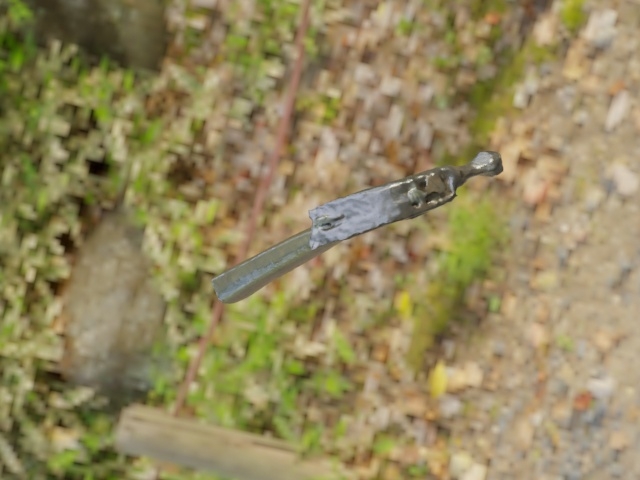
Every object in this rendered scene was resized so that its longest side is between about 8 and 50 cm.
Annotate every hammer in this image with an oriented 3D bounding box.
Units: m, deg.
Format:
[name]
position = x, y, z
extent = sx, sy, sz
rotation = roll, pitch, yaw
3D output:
[hammer]
position = 0.000, 0.001, 1.150
extent = 0.297, 0.125, 0.027
rotation = -26, 83, 62
